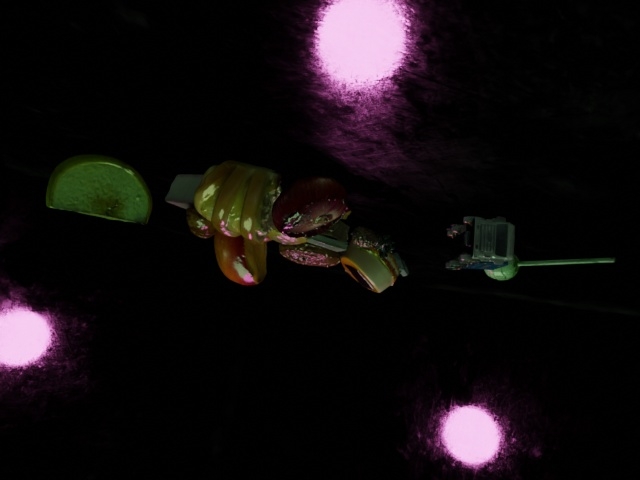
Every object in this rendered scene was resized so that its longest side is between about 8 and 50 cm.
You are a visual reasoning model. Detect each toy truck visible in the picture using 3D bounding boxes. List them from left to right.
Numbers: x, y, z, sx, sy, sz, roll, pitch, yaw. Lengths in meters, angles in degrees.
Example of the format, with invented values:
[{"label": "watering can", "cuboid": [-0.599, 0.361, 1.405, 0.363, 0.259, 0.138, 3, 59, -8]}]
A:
[{"label": "toy truck", "cuboid": [0.506, 0.019, 1.532, 0.175, 0.146, 0.367, 4, 173, 5]}]

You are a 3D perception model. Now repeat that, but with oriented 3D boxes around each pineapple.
[{"label": "pineapple", "cuboid": [0.211, 0.005, 1.967, 0.221, 0.103, 0.083, 19, 156, -34]}]

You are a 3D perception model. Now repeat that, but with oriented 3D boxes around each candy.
[{"label": "candy", "cuboid": [0.807, 0.079, 1.709, 0.440, 0.119, 0.119, -7, 160, 41]}]

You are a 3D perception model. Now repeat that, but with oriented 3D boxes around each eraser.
[{"label": "eraser", "cuboid": [-0.365, -0.139, 1.823, 0.272, 0.122, 0.359, 9, 170, 33]}]

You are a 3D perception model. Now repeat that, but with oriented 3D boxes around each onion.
[{"label": "onion", "cuboid": [-0.037, -0.103, 1.402, 0.161, 0.248, 0.248, 50, 179, 13]}]

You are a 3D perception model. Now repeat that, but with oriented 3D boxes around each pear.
[{"label": "pear", "cuboid": [-0.814, -0.200, 1.766, 0.342, 0.238, 0.318, 11, -175, -30]}]

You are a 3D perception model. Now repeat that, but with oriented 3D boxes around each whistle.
[{"label": "whistle", "cuboid": [0.349, 0.135, 2.426, 0.163, 0.163, 0.289, 9, 170, 20]}]

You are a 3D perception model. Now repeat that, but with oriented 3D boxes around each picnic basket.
[{"label": "picnic basket", "cuboid": [0.040, -0.044, 1.971, 0.115, 0.079, 0.164, 9, 170, 29]}]

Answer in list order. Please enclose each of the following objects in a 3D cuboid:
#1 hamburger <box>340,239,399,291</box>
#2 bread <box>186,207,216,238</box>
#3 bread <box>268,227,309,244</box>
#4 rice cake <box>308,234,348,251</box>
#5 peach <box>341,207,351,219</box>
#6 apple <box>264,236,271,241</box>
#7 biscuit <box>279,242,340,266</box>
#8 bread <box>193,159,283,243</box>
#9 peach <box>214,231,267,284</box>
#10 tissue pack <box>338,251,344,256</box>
[{"label": "hamburger", "cuboid": [0.234, 0.107, 2.193, 0.276, 0.179, 0.294, 50, 166, -21]}, {"label": "bread", "cuboid": [-0.435, -0.064, 1.737, 0.124, 0.084, 0.344, 15, 171, -11]}, {"label": "bread", "cuboid": [-0.124, -0.071, 1.736, 0.197, 0.170, 0.197, 11, 169, 2]}, {"label": "rice cake", "cuboid": [0.000, -0.001, 1.915, 0.211, 0.038, 0.124, 17, 171, -16]}, {"label": "peach", "cuboid": [0.076, -0.100, 1.658, 0.083, 0.050, 0.077, 30, -174, -34]}, {"label": "apple", "cuboid": [-0.244, -0.066, 2.034, 0.131, 0.146, 0.146, -8, 172, -3]}, {"label": "biscuit", "cuboid": [-0.049, 0.065, 2.102, 0.296, 0.075, 0.296, 10, 164, 3]}, {"label": "bread", "cuboid": [-0.256, -0.108, 1.486, 0.270, 0.211, 0.316, 12, 159, -1]}, {"label": "peach", "cuboid": [-0.385, 0.016, 2.240, 0.242, 0.380, 0.306, 9, -163, 13]}, {"label": "tissue pack", "cuboid": [-0.016, 0.019, 2.319, 0.259, 0.122, 0.361, 7, 168, 15]}]
